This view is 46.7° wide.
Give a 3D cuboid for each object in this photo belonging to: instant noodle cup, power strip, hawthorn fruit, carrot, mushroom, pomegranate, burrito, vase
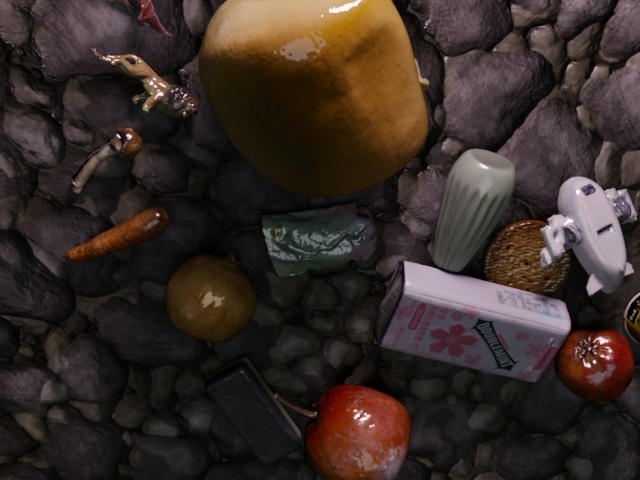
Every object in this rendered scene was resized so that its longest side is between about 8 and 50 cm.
[{"bbox_3d":[0.731,0.183,1.553,0.151,0.122,0.152,0,110,1],"label":"instant noodle cup"},{"bbox_3d":[-0.144,0.382,1.641,0.105,0.070,0.257,-28,108,12],"label":"power strip"},{"bbox_3d":[0.076,0.413,1.585,0.231,0.263,0.235,-30,153,-10],"label":"hawthorn fruit"},{"bbox_3d":[-0.413,-0.002,1.494,0.247,0.059,0.059,-23,110,10],"label":"carrot"},{"bbox_3d":[-0.418,-0.156,1.439,0.187,0.061,0.060,-31,96,23],"label":"mushroom"},{"bbox_3d":[0.599,0.283,1.589,0.162,0.163,0.203,-32,127,11],"label":"hawthorn fruit"},{"bbox_3d":[-0.213,0.106,1.481,0.196,0.196,0.196,0,111,-1],"label":"pomegranate"},{"bbox_3d":[0.000,0.000,1.486,0.228,0.089,0.144,-11,114,5],"label":"burrito"},{"bbox_3d":[0.290,-0.052,1.457,0.128,0.128,0.248,14,120,-7],"label":"vase"}]

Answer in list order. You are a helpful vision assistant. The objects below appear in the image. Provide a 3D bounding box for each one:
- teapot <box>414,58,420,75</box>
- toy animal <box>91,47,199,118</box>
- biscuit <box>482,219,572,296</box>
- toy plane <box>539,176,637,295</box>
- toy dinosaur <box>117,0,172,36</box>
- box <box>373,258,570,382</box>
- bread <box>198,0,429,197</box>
[{"bbox_3d":[0.160,-0.313,1.386,0.067,0.057,0.083,-26,111,-32],"label":"teapot"},{"bbox_3d":[-0.332,-0.286,1.379,0.219,0.069,0.086,33,86,-18],"label":"toy animal"},{"bbox_3d":[0.429,0.045,1.542,0.187,0.027,0.188,0,113,0],"label":"biscuit"},{"bbox_3d":[0.535,-0.009,1.470,0.244,0.117,0.245,1,86,-18],"label":"toy plane"},{"bbox_3d":[-0.334,-0.458,1.328,0.108,0.032,0.220,-35,98,15],"label":"toy dinosaur"},{"bbox_3d":[0.303,0.168,1.533,0.369,0.112,0.190,16,125,-6],"label":"box"},{"bbox_3d":[-0.020,-0.250,1.233,0.347,0.253,0.376,2,140,23],"label":"bread"}]
